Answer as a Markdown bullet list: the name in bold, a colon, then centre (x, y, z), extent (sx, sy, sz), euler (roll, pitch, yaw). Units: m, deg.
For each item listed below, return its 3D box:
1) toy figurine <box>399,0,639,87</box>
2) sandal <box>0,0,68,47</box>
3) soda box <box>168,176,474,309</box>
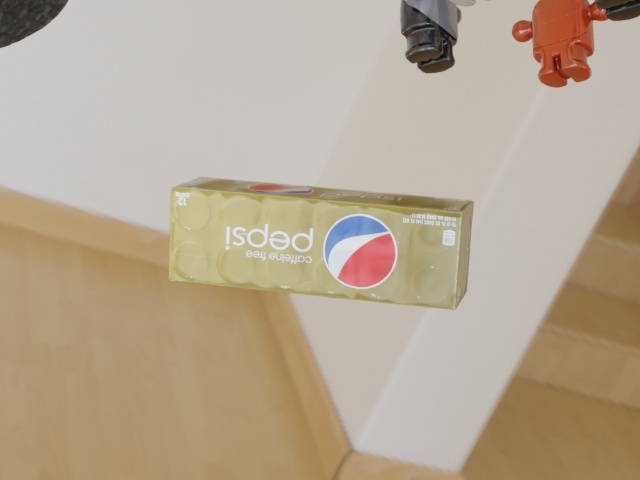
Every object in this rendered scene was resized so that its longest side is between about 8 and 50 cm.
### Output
- **toy figurine**: centre (0.179, -0.248, 1.161), extent (0.210, 0.213, 0.148), euler (4, 71, -8)
- **sandal**: centre (-0.372, -0.235, 0.900), extent (0.446, 0.167, 0.107), euler (0, 25, -45)
- **soda box**: centre (0.000, 0.000, 0.794), extent (0.181, 0.061, 0.058), euler (5, 11, 13)
